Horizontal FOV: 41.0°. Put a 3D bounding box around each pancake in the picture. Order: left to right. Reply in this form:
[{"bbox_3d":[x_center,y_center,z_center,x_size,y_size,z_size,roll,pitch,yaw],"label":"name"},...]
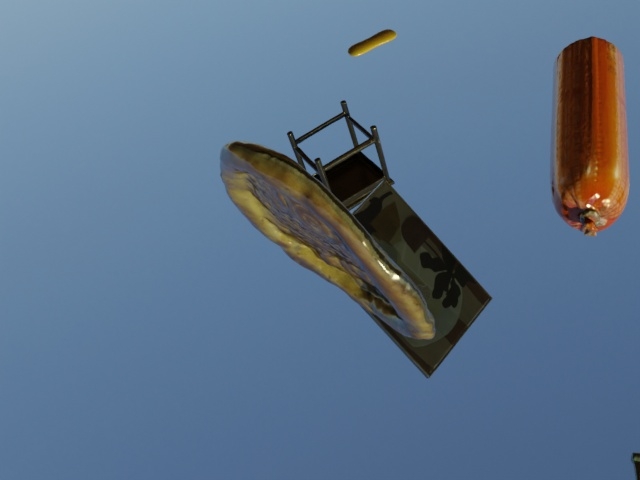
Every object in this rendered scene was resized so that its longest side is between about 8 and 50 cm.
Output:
[{"bbox_3d":[0.001,0.000,0.763,0.031,0.250,0.250,-49,-136,-11],"label":"pancake"}]

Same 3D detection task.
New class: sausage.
[{"bbox_3d":[0.325,-0.120,1.038,0.093,0.093,0.312,-2,-133,20],"label":"sausage"}]

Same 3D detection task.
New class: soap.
[{"bbox_3d":[0.086,-0.329,1.422,0.089,0.012,0.034,-28,-135,-10],"label":"soap"}]

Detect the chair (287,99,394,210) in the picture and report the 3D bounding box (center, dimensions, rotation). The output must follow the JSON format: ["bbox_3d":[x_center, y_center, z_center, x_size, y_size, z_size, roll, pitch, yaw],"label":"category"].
[{"bbox_3d":[0.050,-0.122,1.707,0.154,0.260,0.141,-31,-136,-10],"label":"chair"}]

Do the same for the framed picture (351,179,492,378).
[{"bbox_3d":[0.102,0.044,1.014,0.136,0.201,0.010,-46,-172,-25],"label":"framed picture"}]

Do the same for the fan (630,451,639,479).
[{"bbox_3d":[0.348,0.309,0.910,0.016,0.038,0.193,-4,-140,15],"label":"fan"}]
